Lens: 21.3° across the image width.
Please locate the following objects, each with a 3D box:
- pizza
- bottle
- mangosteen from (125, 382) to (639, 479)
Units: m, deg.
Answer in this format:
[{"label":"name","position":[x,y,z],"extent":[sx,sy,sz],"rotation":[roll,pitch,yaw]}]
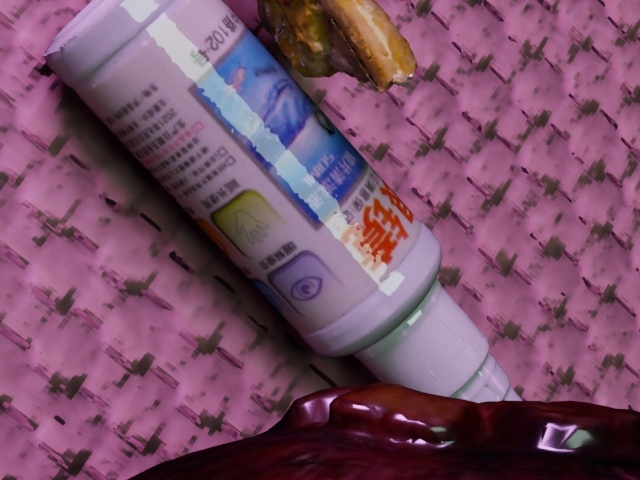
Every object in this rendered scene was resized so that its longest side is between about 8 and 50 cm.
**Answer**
[{"label":"pizza","position":[-0.011,-0.079,0.558],"extent":[0.026,0.108,0.123],"rotation":[-35,72,-9]},{"label":"bottle","position":[0.000,0.000,0.570],"extent":[0.217,0.060,0.060],"rotation":[49,61,-14]},{"label":"mangosteen","position":[0.027,0.210,0.410],"extent":[0.307,0.307,0.347],"rotation":[9,85,-28]}]
